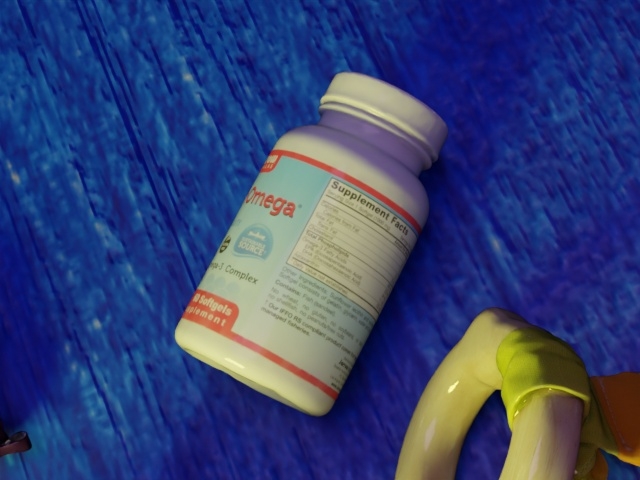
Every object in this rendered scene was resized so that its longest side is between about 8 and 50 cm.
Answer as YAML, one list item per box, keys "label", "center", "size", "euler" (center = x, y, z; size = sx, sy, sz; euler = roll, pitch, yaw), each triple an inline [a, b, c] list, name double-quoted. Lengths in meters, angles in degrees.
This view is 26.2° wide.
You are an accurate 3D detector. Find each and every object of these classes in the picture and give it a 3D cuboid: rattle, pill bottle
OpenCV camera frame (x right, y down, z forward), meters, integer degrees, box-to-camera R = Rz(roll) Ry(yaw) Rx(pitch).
- label: "rattle"
  center: [0.093, 0.142, 0.651]
  size: [0.130, 0.142, 0.200]
  euler: [27, 98, 53]
- label: "pill bottle"
  center: [0.000, 0.000, 0.690]
  size: [0.087, 0.087, 0.160]
  euler: [24, 80, 21]

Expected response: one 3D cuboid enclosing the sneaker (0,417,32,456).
- label: "sneaker"
  center: [-0.243, 0.045, 0.762]
  size: [0.098, 0.083, 0.224]
  euler: [-24, 69, -18]
